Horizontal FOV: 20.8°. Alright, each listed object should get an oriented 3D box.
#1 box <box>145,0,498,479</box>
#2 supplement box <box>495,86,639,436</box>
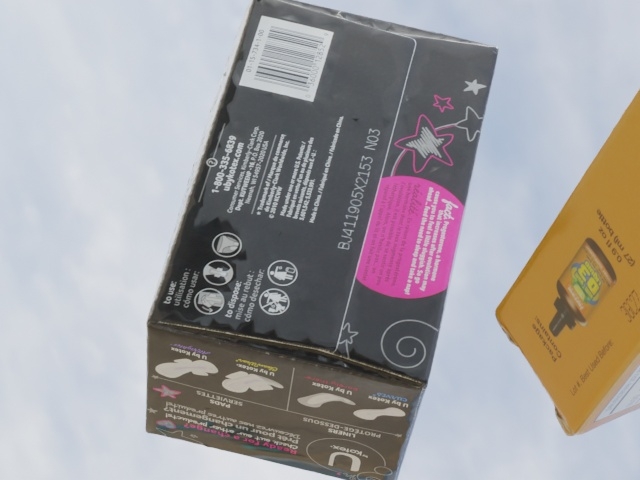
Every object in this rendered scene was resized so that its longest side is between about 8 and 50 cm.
[{"bbox_3d":[0.000,0.000,1.049,0.163,0.247,0.142,13,-34,3],"label":"box"},{"bbox_3d":[0.159,-0.003,0.774,0.078,0.080,0.233,60,-30,22],"label":"supplement box"}]
